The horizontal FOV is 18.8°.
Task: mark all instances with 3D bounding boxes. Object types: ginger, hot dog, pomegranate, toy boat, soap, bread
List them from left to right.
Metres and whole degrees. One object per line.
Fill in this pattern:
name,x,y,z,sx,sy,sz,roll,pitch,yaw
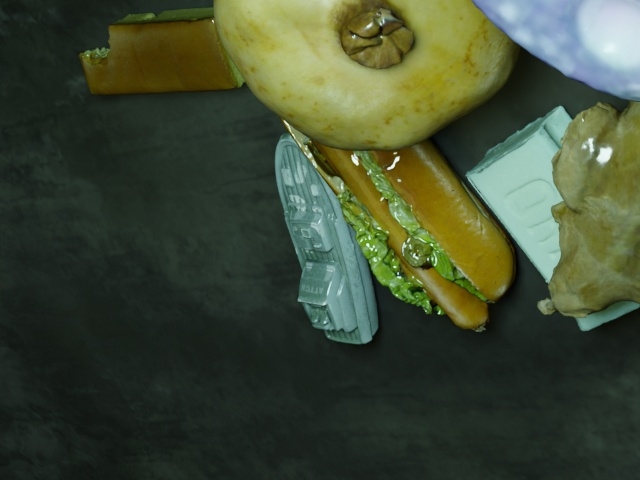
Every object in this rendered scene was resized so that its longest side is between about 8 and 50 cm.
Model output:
bread,-0.172,-0.203,2.077,0.226,0.049,0.088,3,123,40
toy boat,0.000,0.000,2.060,0.078,0.085,0.261,8,126,38
pomegranate,0.046,-0.229,1.700,0.307,0.307,0.307,23,134,26
hot dog,0.075,-0.047,1.947,0.337,0.100,0.135,53,138,-6
soap,0.242,-0.019,1.854,0.198,0.063,0.114,51,138,-5
ginger,0.283,-0.018,1.729,0.270,0.123,0.219,-40,94,21

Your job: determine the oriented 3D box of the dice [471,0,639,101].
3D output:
dice,0.264,-0.289,1.464,0.271,0.270,0.270,37,138,11
